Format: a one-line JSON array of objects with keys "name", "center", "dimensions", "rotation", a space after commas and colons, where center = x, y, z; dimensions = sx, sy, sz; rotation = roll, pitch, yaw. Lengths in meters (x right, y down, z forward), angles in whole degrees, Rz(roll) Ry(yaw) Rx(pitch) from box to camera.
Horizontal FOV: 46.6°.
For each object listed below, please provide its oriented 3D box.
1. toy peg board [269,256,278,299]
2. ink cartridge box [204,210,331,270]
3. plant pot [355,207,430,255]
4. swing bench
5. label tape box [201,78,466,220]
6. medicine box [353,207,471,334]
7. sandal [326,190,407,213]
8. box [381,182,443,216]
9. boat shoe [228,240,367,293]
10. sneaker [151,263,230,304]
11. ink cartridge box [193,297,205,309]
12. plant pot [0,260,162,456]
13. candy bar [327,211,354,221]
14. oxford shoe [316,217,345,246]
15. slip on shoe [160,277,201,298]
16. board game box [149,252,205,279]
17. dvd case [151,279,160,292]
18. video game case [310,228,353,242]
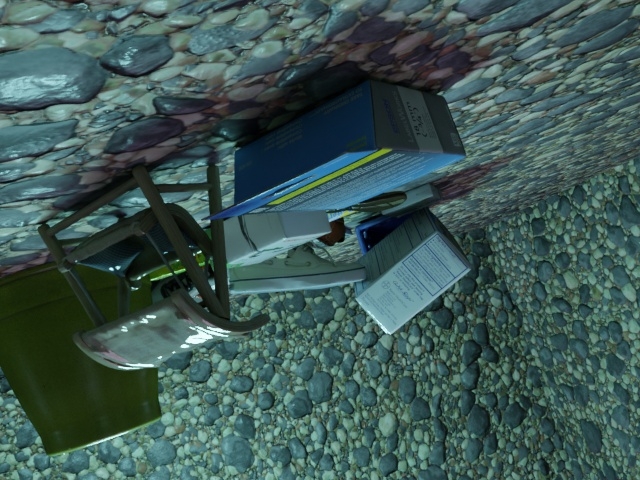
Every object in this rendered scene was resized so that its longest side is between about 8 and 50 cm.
[{"name": "toy peg board", "center": [-0.142, 0.082, 2.069], "dimensions": [0.079, 0.161, 0.160], "rotation": [-35, 174, -7]}, {"name": "ink cartridge box", "center": [-0.112, -0.019, 1.544], "dimensions": [0.219, 0.092, 0.160], "rotation": [-23, 172, 36]}, {"name": "plant pot", "center": [0.262, 0.021, 2.297], "dimensions": [0.236, 0.236, 0.212], "rotation": [-20, 179, 13]}, {"name": "swing bench", "center": [-0.246, 0.052, 1.079], "dimensions": [0.253, 0.254, 0.165], "rotation": [-23, 171, 36]}, {"name": "label tape box", "center": [0.017, -0.120, 1.015], "dimensions": [0.241, 0.106, 0.334], "rotation": [-22, 172, 33]}, {"name": "medicine box", "center": [0.240, 0.075, 2.047], "dimensions": [0.289, 0.149, 0.263], "rotation": [-40, -167, 11]}, {"name": "sandal", "center": [0.077, -0.096, 1.607], "dimensions": [0.219, 0.060, 0.090], "rotation": [-4, 168, 6]}, {"name": "box", "center": [0.250, -0.106, 2.021], "dimensions": [0.145, 0.038, 0.186], "rotation": [-21, 174, 17]}, {"name": "boat shoe", "center": [-0.060, 0.051, 1.940], "dimensions": [0.367, 0.156, 0.136], "rotation": [-4, 174, -10]}, {"name": "sneaker", "center": [-0.345, 0.107, 1.921], "dimensions": [0.271, 0.100, 0.108], "rotation": [-30, 164, -19]}, {"name": "ink cartridge box", "center": [-0.421, 0.191, 2.258], "dimensions": [0.127, 0.128, 0.176], "rotation": [-17, 174, -11]}, {"name": "plant pot", "center": [-0.488, 0.240, 1.539], "dimensions": [0.366, 0.353, 0.366], "rotation": [-18, 173, -2]}, {"name": "candy bar", "center": [0.021, -0.061, 1.796], "dimensions": [0.161, 0.040, 0.018], "rotation": [-21, -160, 22]}, {"name": "oxford shoe", "center": [0.013, -0.023, 1.919], "dimensions": [0.076, 0.076, 0.212], "rotation": [-19, 170, 28]}, {"name": "slip on shoe", "center": [-0.462, 0.160, 2.031], "dimensions": [0.331, 0.101, 0.123], "rotation": [-17, 175, -2]}, {"name": "board game box", "center": [-0.309, 0.045, 1.718], "dimensions": [0.181, 0.043, 0.092], "rotation": [-18, 179, -3]}, {"name": "dvd case", "center": [-0.513, 0.170, 1.837], "dimensions": [0.179, 0.029, 0.238], "rotation": [-20, -158, 17]}, {"name": "video game case", "center": [0.000, 0.000, 2.280], "dimensions": [0.173, 0.022, 0.190], "rotation": [-20, 173, 12]}]
